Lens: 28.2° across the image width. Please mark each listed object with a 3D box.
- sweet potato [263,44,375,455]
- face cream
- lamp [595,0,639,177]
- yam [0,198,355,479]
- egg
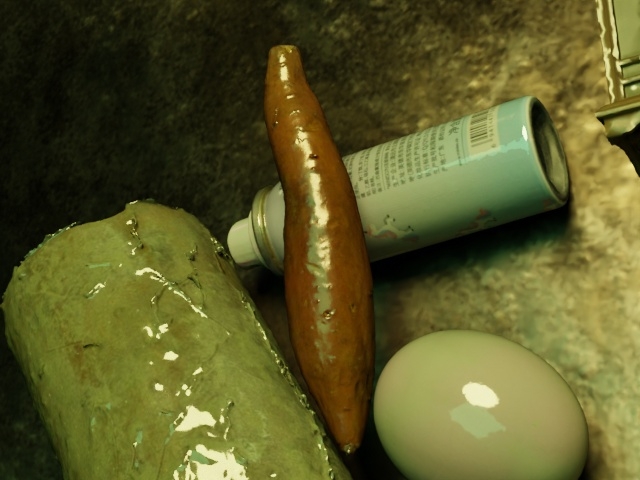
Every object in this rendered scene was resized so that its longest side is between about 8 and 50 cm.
[{"bbox_3d":[0.001,0.000,0.787,0.057,0.057,0.265,-13,76,26],"label":"sweet potato"},{"bbox_3d":[0.044,-0.027,0.838,0.229,0.075,0.075,-16,65,26],"label":"face cream"},{"bbox_3d":[0.210,-0.206,0.795,0.089,0.090,0.326,-13,66,28],"label":"lamp"},{"bbox_3d":[-0.081,0.132,0.801,0.168,0.168,0.304,-39,57,13],"label":"yam"},{"bbox_3d":[0.093,0.106,0.744,0.135,0.103,0.103,21,85,37],"label":"egg"}]
